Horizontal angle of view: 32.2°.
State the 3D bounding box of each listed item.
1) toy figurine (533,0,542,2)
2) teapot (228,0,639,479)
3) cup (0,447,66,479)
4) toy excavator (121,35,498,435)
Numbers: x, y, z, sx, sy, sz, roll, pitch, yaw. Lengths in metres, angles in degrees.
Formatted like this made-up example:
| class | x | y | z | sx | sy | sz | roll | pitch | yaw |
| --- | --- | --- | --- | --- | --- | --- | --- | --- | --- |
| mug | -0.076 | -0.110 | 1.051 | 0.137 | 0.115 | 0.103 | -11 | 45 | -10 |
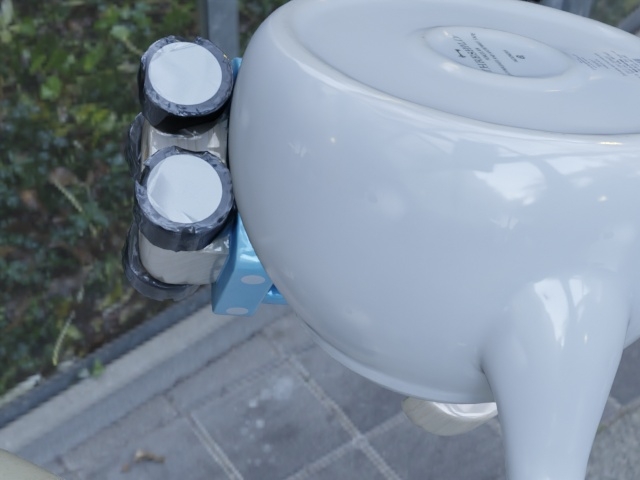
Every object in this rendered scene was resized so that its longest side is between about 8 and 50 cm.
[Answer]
| class | x | y | z | sx | sy | sz | roll | pitch | yaw |
| --- | --- | --- | --- | --- | --- | --- | --- | --- | --- |
| toy figurine | 0.126 | -0.160 | 1.036 | 0.148 | 0.213 | 0.209 | 8 | 75 | 12 |
| teapot | 0.065 | -0.009 | 0.551 | 0.253 | 0.187 | 0.256 | 22 | 31 | 23 |
| cup | -0.231 | 0.327 | 0.855 | 0.237 | 0.331 | 0.331 | 2 | 40 | 25 |
| toy excavator | 0.000 | 0.000 | 1.282 | 0.445 | 0.222 | 0.432 | 3 | 67 | -13 |
